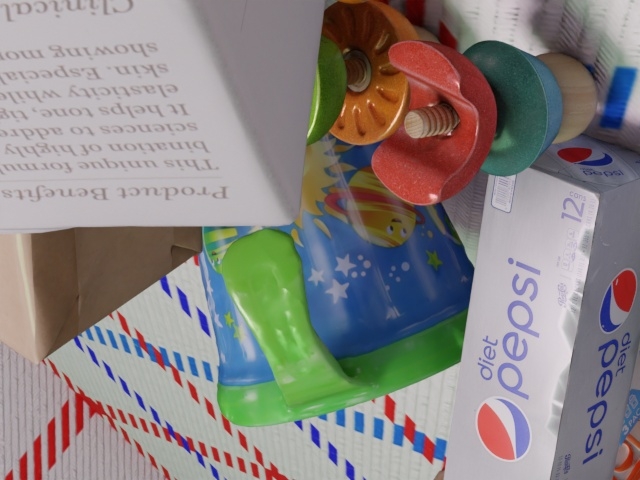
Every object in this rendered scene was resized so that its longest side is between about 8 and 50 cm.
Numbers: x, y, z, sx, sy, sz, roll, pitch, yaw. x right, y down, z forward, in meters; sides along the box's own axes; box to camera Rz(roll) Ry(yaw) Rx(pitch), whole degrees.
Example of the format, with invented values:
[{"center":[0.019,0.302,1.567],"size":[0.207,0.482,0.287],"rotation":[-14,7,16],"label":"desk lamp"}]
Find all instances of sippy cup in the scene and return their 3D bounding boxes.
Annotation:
[{"center":[0.000,0.000,1.433],"size":[0.305,0.240,0.224],"rotation":[-1,109,70],"label":"sippy cup"}]

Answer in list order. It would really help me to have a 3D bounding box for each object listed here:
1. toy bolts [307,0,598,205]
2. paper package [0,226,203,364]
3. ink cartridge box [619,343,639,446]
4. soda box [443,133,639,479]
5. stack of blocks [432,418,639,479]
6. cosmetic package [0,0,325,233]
[{"center":[0.076,-0.137,1.209],"size":[0.228,0.158,0.218],"rotation":[37,125,38],"label":"toy bolts"},{"center":[-0.256,-0.123,1.294],"size":[0.325,0.168,0.309],"rotation":[29,137,32],"label":"paper package"},{"center":[0.205,0.063,1.419],"size":[0.061,0.104,0.181],"rotation":[20,155,44],"label":"ink cartridge box"},{"center":[0.161,0.074,1.289],"size":[0.091,0.098,0.286],"rotation":[23,119,35],"label":"soda box"},{"center":[0.216,0.190,1.612],"size":[0.087,0.171,0.297],"rotation":[41,162,-10],"label":"stack of blocks"},{"center":[-0.190,-0.235,0.893],"size":[0.329,0.327,0.393],"rotation":[0,151,13],"label":"cosmetic package"}]
